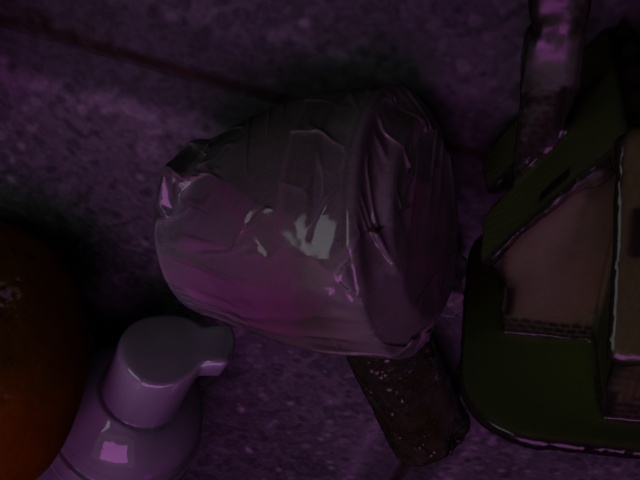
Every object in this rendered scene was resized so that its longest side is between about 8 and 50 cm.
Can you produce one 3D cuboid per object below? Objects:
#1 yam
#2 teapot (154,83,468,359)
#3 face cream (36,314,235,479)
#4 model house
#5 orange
[{"bbox_3d":[0.070,0.113,0.680,0.078,0.078,0.179,-8,128,21],"label":"yam"},{"bbox_3d":[-0.001,-0.014,0.544,0.178,0.221,0.163,0,96,26],"label":"teapot"},{"bbox_3d":[-0.186,0.178,0.757,0.145,0.145,0.369,23,134,-10],"label":"face cream"},{"bbox_3d":[0.193,-0.043,0.425,0.218,0.205,0.278,4,127,8],"label":"model house"},{"bbox_3d":[-0.293,0.095,0.642,0.240,0.240,0.171,-29,159,34],"label":"orange"}]
